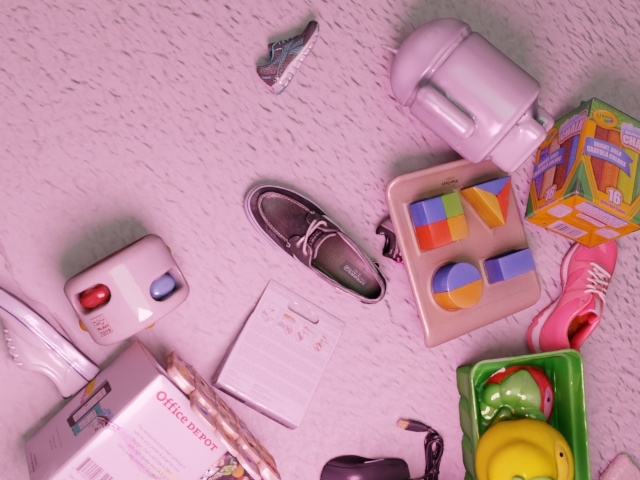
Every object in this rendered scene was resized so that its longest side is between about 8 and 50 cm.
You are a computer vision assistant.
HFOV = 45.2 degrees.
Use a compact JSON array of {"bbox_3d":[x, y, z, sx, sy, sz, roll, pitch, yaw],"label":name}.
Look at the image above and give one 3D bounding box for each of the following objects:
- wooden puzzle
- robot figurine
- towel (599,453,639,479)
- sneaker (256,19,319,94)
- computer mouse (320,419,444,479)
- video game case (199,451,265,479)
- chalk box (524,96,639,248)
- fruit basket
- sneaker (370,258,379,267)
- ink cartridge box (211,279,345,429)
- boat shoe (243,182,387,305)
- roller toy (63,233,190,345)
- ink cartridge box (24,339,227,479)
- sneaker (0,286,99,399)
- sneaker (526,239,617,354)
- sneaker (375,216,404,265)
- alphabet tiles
[{"bbox_3d":[0.308,0.010,1.546,0.322,0.080,0.347,-17,96,-31],"label":"wooden puzzle"},{"bbox_3d":[0.281,-0.291,1.497,0.353,0.300,0.199,41,125,4],"label":"robot figurine"},{"bbox_3d":[0.698,0.629,1.708,0.187,0.049,0.282,-45,99,-12],"label":"towel"},{"bbox_3d":[-0.064,-0.370,1.497,0.076,0.065,0.166,34,80,-8],"label":"sneaker"},{"bbox_3d":[0.137,0.452,1.550,0.262,0.060,0.184,11,88,-15],"label":"computer mouse"},{"bbox_3d":[-0.229,0.503,1.462,0.210,0.042,0.232,39,81,-13],"label":"video game case"},{"bbox_3d":[0.564,-0.162,1.585,0.180,0.179,0.288,22,69,-14],"label":"chalk box"},{"bbox_3d":[0.401,0.402,1.465,0.283,0.392,0.391,-5,91,-15],"label":"fruit basket"},{"bbox_3d":[0.086,0.070,1.548,0.032,0.037,0.083,43,81,-13],"label":"sneaker"},{"bbox_3d":[-0.079,0.224,1.509,0.189,0.066,0.232,32,61,-12],"label":"ink cartridge box"},{"bbox_3d":[0.000,0.000,1.469,0.335,0.119,0.121,36,84,-2],"label":"boat shoe"},{"bbox_3d":[-0.338,0.093,1.355,0.209,0.191,0.146,-31,98,-13],"label":"roller toy"},{"bbox_3d":[-0.334,0.353,1.334,0.270,0.197,0.198,-43,115,-11],"label":"ink cartridge box"},{"bbox_3d":[-0.513,0.180,1.358,0.258,0.094,0.091,45,75,-11],"label":"sneaker"},{"bbox_3d":[0.566,0.123,1.625,0.116,0.136,0.313,31,82,-14],"label":"sneaker"},{"bbox_3d":[0.165,0.028,1.558,0.075,0.063,0.170,-27,99,-6],"label":"sneaker"},{"bbox_3d":[-0.170,0.313,1.354,0.021,0.278,0.284,-41,99,-6],"label":"alphabet tiles"}]
